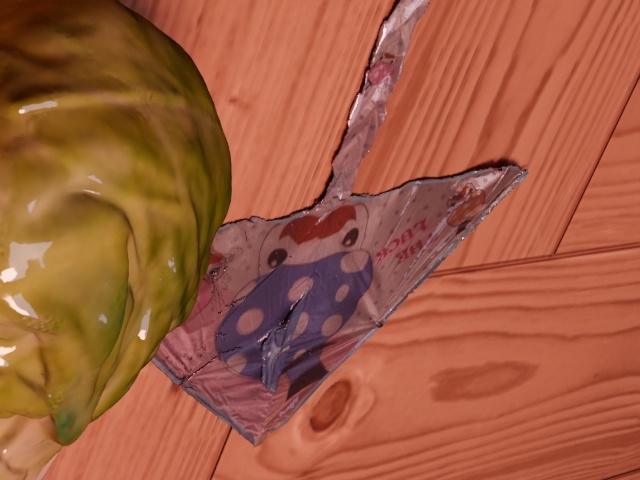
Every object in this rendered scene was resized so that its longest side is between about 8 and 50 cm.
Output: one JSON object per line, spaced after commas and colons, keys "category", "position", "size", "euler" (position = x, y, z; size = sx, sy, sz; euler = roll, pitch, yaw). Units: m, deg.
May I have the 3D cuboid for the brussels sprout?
{"category": "brussels sprout", "position": [-0.129, -0.004, 0.705], "size": [0.223, 0.161, 0.223], "euler": [-51, 168, -15]}

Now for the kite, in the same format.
{"category": "kite", "position": [0.000, 0.000, 0.970], "size": [0.335, 0.011, 0.314], "euler": [-13, 133, -41]}
